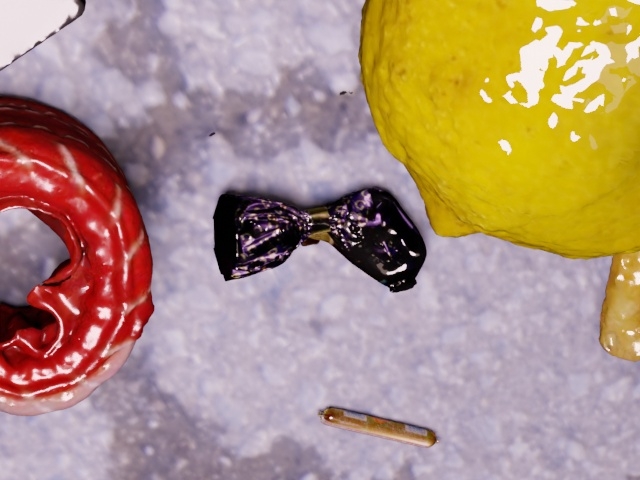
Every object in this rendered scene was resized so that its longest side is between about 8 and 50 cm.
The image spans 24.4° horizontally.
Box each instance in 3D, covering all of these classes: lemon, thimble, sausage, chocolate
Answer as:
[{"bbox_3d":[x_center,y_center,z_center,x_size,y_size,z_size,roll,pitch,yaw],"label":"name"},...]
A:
[{"bbox_3d":[0.161,-0.137,0.895,0.268,0.268,0.321,22,113,-20],"label":"lemon"},{"bbox_3d":[-0.192,0.008,0.943,0.163,0.125,0.189,-24,114,-7],"label":"thimble"},{"bbox_3d":[0.044,0.140,1.109,0.100,0.015,0.015,15,107,-18],"label":"sausage"},{"bbox_3d":[0.000,-0.003,1.027,0.147,0.070,0.072,2,100,-25],"label":"chocolate"}]

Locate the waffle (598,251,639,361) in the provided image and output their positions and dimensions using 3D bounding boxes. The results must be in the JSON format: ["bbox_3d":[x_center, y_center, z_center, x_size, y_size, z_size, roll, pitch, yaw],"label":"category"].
[{"bbox_3d":[0.299,-0.035,1.048,0.168,0.057,0.274,10,110,11],"label":"waffle"}]

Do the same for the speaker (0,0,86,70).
[{"bbox_3d":[-0.294,-0.166,0.820,0.254,0.184,0.232,-34,114,4],"label":"speaker"}]
